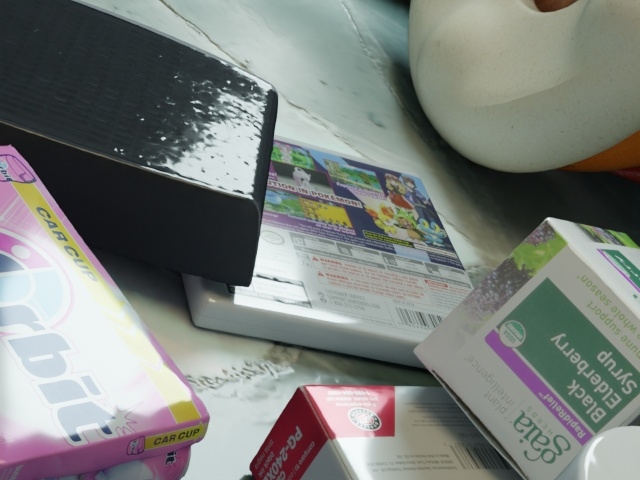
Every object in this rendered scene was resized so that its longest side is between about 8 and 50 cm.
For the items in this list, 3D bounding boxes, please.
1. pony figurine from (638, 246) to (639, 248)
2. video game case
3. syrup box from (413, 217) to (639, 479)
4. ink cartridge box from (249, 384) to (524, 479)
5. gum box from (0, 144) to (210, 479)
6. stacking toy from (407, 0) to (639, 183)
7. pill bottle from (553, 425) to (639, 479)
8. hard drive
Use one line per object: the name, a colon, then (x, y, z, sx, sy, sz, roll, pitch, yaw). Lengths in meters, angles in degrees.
pony figurine: (0.446, 0.027, 0.908, 0.351, 0.303, 0.363, -36, 53, -19)
video game case: (0.000, 0.000, 0.795, 0.201, 0.023, 0.183, 13, 35, -28)
syrup box: (0.143, 0.056, 0.698, 0.093, 0.096, 0.237, 48, 13, 16)
ink cartridge box: (0.050, 0.140, 0.594, 0.109, 0.063, 0.150, 7, 38, -37)
gum box: (-0.141, 0.043, 0.562, 0.107, 0.062, 0.188, -7, 48, -47)
stacking toy: (0.339, -0.146, 1.066, 0.480, 0.350, 0.350, 24, 29, -34)
pill bottle: (0.056, 0.164, 0.408, 0.124, 0.221, 0.124, 23, 32, -15)
hard drive: (-0.144, -0.074, 0.714, 0.254, 0.054, 0.172, 19, 34, -9)
